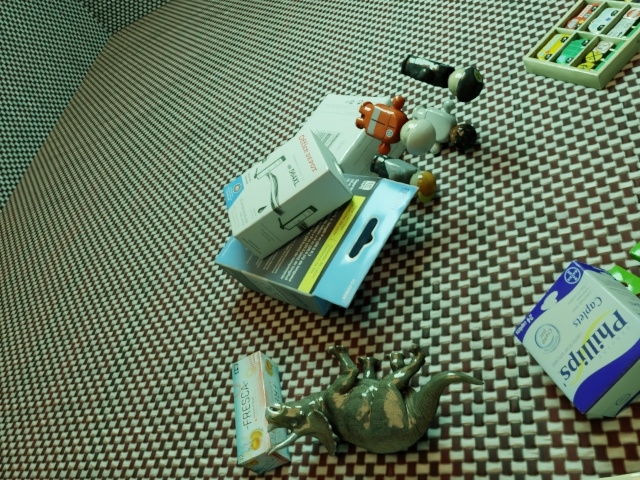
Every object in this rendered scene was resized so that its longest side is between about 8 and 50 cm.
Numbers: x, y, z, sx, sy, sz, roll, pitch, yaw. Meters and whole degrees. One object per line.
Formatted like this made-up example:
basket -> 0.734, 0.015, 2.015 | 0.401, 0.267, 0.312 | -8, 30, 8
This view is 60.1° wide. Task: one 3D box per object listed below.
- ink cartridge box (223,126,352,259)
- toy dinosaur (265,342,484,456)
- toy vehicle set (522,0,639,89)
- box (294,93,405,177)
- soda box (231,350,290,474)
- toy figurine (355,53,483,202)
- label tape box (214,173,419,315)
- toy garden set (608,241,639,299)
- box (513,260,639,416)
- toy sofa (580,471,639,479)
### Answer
ink cartridge box -> -0.063, -0.087, 0.991 | 0.203, 0.086, 0.148 | -35, 42, 12
toy dinosaur -> 0.082, 0.233, 0.778 | 0.314, 0.121, 0.160 | -7, 63, 28
toy vehicle set -> 0.529, -0.398, 1.023 | 0.267, 0.035, 0.166 | -46, 41, -5
box -> 0.055, -0.196, 1.144 | 0.181, 0.119, 0.181 | 20, 68, 45
soda box -> -0.099, 0.275, 0.896 | 0.063, 0.058, 0.183 | -29, 41, 14
toy figurine -> 0.185, -0.198, 0.984 | 0.148, 0.209, 0.213 | 30, 69, 31
label tape box -> 0.000, 0.000, 1.024 | 0.348, 0.115, 0.249 | 15, 66, 41
toy garden set -> 0.499, 0.037, 0.660 | 0.244, 0.049, 0.204 | -42, 39, -2
box -> 0.328, 0.116, 0.664 | 0.126, 0.072, 0.137 | -60, 36, 23
toy sofa -> 0.381, 0.268, 0.448 | 0.363, 0.177, 0.150 | -22, 44, 20
